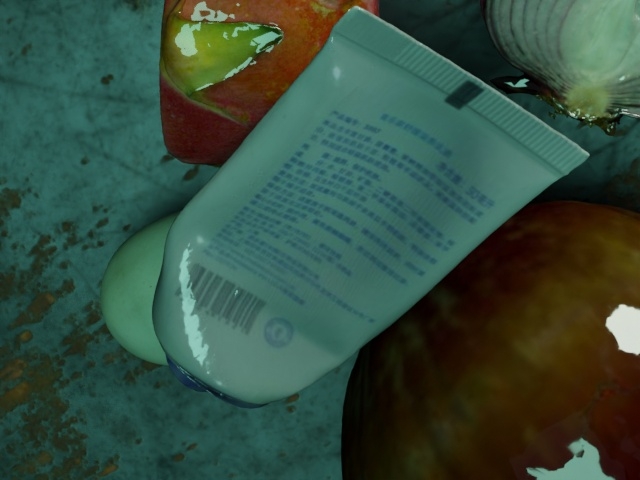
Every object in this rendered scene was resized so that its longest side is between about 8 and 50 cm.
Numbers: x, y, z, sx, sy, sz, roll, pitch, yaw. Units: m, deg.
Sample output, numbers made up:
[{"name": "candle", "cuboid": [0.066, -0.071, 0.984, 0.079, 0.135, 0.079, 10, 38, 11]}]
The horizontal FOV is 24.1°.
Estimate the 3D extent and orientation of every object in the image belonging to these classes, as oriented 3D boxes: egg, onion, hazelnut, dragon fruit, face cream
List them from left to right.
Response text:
[{"name": "egg", "cuboid": [-0.120, 0.042, 1.490, 0.209, 0.151, 0.151, -21, 106, 17]}, {"name": "dragon fruit", "cuboid": [-0.028, -0.198, 1.328, 0.189, 0.290, 0.290, 7, 111, 3]}, {"name": "face cream", "cuboid": [0.000, 0.000, 1.274, 0.235, 0.137, 0.420, 31, 128, -19]}, {"name": "hazelnut", "cuboid": [0.206, 0.186, 1.372, 0.402, 0.402, 0.429, 39, 123, -6]}, {"name": "onion", "cuboid": [0.296, -0.272, 1.280, 0.267, 0.159, 0.348, 20, 127, -9]}]

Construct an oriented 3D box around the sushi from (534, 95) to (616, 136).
[{"name": "sushi", "cuboid": [0.236, -0.143, 1.415, 0.118, 0.061, 0.060, 45, 121, 13]}]
